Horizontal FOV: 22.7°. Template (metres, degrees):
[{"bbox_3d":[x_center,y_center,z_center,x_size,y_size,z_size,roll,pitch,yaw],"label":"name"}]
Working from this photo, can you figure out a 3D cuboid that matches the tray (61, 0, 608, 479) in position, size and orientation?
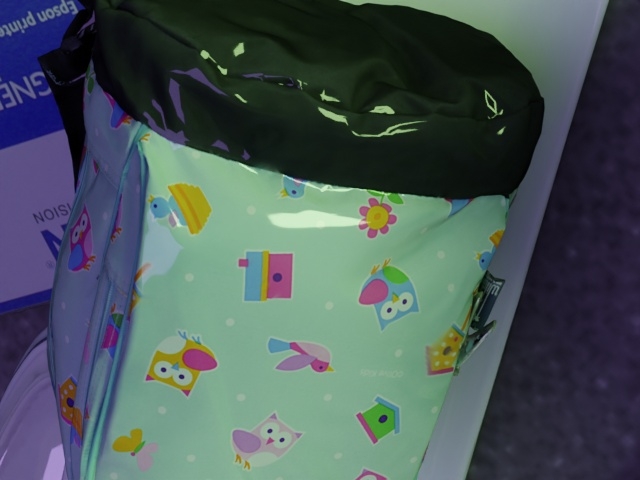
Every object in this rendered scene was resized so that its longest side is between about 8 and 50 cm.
[{"bbox_3d":[0.000,0.000,0.556,0.145,0.030,0.270,11,111,-8],"label":"tray"}]

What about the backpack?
[{"bbox_3d":[-0.022,0.019,0.484,0.152,0.115,0.182,12,114,-13],"label":"backpack"}]

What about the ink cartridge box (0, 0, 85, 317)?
[{"bbox_3d":[-0.207,-0.105,0.602,0.303,0.072,0.307,-15,116,25],"label":"ink cartridge box"}]

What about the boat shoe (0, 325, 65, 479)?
[{"bbox_3d":[-0.115,0.152,0.637,0.095,0.084,0.258,19,111,17],"label":"boat shoe"}]
